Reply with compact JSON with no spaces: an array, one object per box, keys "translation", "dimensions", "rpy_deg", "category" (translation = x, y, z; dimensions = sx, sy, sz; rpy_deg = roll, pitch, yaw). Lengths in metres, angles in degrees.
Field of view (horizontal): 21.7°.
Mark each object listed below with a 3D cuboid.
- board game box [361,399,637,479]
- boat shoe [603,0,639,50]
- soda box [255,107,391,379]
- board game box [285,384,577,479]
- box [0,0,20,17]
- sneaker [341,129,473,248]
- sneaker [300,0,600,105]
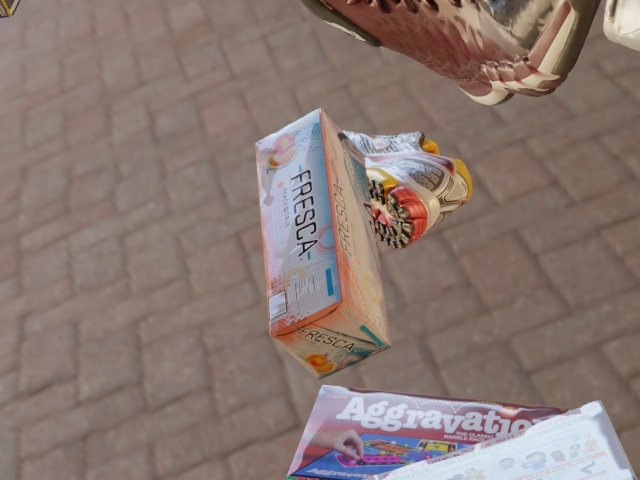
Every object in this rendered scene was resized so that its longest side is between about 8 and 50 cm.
[{"translation":[0.159,0.266,1.314],"dimensions":[0.224,0.097,0.303],"rpy_deg":[-19,23,5],"category":"board game box"},{"translation":[0.258,-0.251,1.236],"dimensions":[0.081,0.227,0.079],"rpy_deg":[14,2,39],"category":"boat shoe"},{"translation":[0.000,0.000,1.124],"dimensions":[0.058,0.063,0.183],"rpy_deg":[-26,44,21],"category":"soda box"},{"translation":[0.119,0.209,1.627],"dimensions":[0.281,0.027,0.145],"rpy_deg":[4,37,16],"category":"board game box"},{"translation":[-0.291,-0.254,1.310],"dimensions":[0.054,0.169,0.059],"rpy_deg":[-4,46,22],"category":"box"},{"translation":[0.060,-0.055,1.506],"dimensions":[0.093,0.088,0.225],"rpy_deg":[-27,28,-18],"category":"sneaker"},{"translation":[0.058,-0.145,0.909],"dimensions":[0.281,0.163,0.106],"rpy_deg":[137,152,-80],"category":"sneaker"}]
